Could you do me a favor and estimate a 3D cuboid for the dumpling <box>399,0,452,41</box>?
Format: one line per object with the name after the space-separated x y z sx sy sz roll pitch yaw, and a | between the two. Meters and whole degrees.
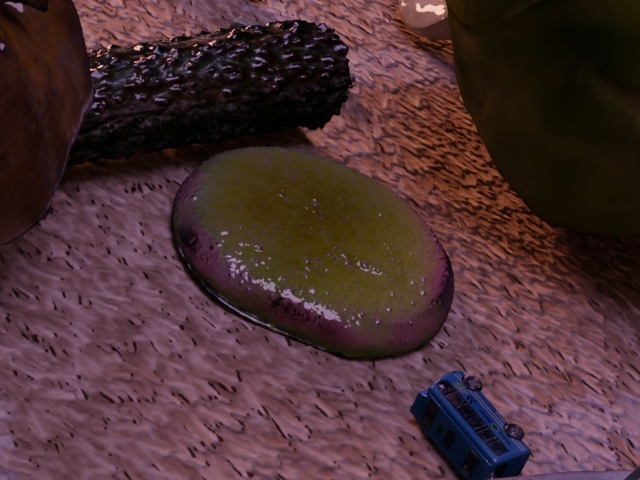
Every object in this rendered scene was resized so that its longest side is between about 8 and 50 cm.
0.202 -0.237 1.557 0.250 0.132 0.162 6 45 -2 | dumpling

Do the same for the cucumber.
-0.134 -0.108 1.205 0.359 0.096 0.096 -12 49 -41 | cucumber

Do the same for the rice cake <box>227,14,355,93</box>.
-0.026 -0.163 1.407 0.121 0.021 0.022 29 30 1 | rice cake

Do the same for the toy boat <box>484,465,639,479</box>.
0.161 0.188 0.954 0.309 0.142 0.129 0 44 -33 | toy boat

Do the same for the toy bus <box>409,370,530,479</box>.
0.101 0.129 1.085 0.046 0.038 0.083 -12 48 -38 | toy bus

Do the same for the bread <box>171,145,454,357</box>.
0.000 0.000 1.197 0.228 0.033 0.228 18 35 -13 | bread

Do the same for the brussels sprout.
0.278 -0.216 1.296 0.342 0.425 0.361 3 -8 43 | brussels sprout

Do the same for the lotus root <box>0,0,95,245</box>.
-0.271 -0.127 1.004 0.272 0.192 0.272 4 42 -3 | lotus root
